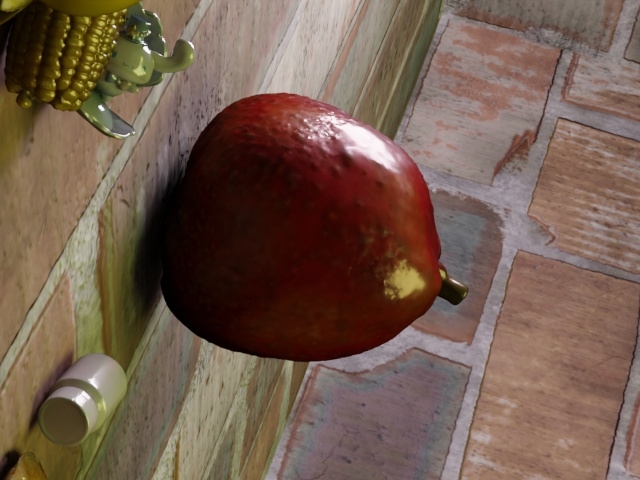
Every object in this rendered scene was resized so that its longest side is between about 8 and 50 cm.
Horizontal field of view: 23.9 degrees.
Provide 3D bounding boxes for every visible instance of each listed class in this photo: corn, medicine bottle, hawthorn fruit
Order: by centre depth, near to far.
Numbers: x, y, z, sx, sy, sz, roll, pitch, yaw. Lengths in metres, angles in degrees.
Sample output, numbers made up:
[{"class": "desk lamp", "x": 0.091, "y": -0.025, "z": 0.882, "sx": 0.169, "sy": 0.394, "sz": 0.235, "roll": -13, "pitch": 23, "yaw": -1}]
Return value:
[{"class": "corn", "x": -0.139, "y": -0.176, "z": 0.913, "sx": 0.068, "sy": 0.068, "sz": 0.207, "roll": 28, "pitch": 79, "yaw": -83}, {"class": "medicine bottle", "x": -0.196, "y": 0.131, "z": 1.242, "sx": 0.089, "sy": 0.052, "sz": 0.052, "roll": -57, "pitch": 162, "yaw": -68}, {"class": "hawthorn fruit", "x": 0.000, "y": 0.000, "z": 1.465, "sx": 0.265, "sy": 0.307, "sz": 0.265, "roll": 20, "pitch": 90, "yaw": -89}]

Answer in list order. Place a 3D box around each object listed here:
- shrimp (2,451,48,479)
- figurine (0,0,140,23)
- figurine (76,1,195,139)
[{"class": "shrimp", "x": -0.246, "y": 0.234, "z": 1.167, "sx": 0.187, "sy": 0.051, "sz": 0.132, "roll": -65, "pitch": 151, "yaw": -80}, {"class": "figurine", "x": -0.076, "y": -0.197, "z": 0.800, "sx": 0.234, "sy": 0.185, "sz": 0.127, "roll": -24, "pitch": 105, "yaw": -34}, {"class": "figurine", "x": -0.140, "y": -0.123, "z": 1.013, "sx": 0.086, "sy": 0.094, "sz": 0.082, "roll": -47, "pitch": -146, "yaw": 1}]
